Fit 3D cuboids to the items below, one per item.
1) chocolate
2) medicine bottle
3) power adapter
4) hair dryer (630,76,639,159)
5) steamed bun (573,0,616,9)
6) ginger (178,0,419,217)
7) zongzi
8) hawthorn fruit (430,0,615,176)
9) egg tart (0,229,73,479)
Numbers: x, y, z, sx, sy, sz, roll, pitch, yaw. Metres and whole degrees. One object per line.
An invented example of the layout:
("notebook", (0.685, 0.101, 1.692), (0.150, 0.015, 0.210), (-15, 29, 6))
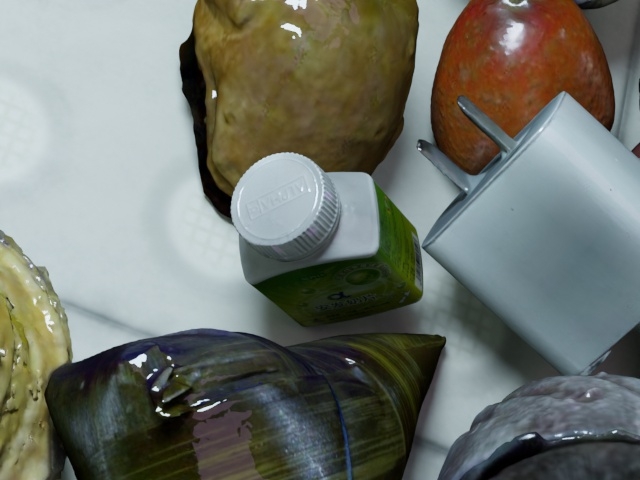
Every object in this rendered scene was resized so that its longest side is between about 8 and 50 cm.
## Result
("chocolate", (0.235, 0.226, 1.245), (0.303, 0.303, 0.213), (25, 28, -7))
("medicine bottle", (0.000, 0.000, 1.275), (0.132, 0.188, 0.088), (-13, 63, 20))
("power adapter", (0.201, -0.025, 1.318), (0.255, 0.187, 0.124), (42, 27, -1))
("hair dryer", (0.305, -0.059, 1.470), (0.123, 0.312, 0.340), (40, 94, -5))
("steamed bun", (0.246, -0.343, 1.520), (0.320, 0.275, 0.206), (-15, 101, -39))
("ginger", (-0.011, -0.164, 1.357), (0.200, 0.223, 0.269), (-3, 64, -26))
("zongzi", (0.010, 0.265, 1.200), (0.432, 0.208, 0.403), (-1, 74, -46))
("hawthorn fruit", (0.195, -0.167, 1.420), (0.199, 0.251, 0.199), (-7, 48, 8))
("egg tart", (-0.352, 0.101, 1.140), (0.352, 0.150, 0.352), (6, 64, -14))
